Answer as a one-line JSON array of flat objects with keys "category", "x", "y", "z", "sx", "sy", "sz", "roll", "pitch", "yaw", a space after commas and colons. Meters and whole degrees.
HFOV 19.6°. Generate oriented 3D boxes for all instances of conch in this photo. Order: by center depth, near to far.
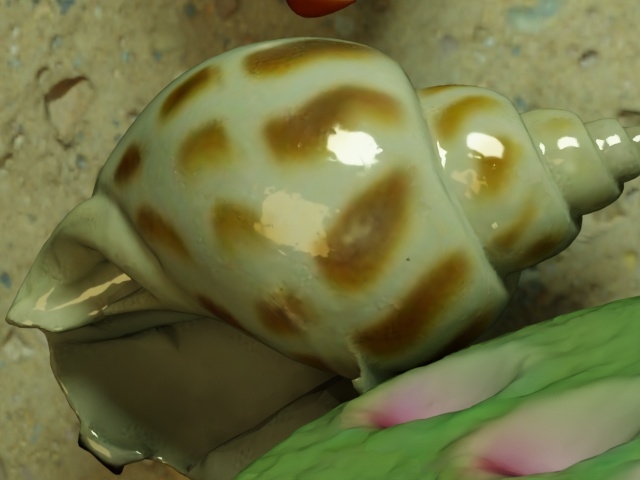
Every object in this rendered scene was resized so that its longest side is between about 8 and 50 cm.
[{"category": "conch", "x": 0.000, "y": 0.000, "z": 0.794, "sx": 0.275, "sy": 0.148, "sz": 0.182, "roll": -6, "pitch": 121, "yaw": 36}]

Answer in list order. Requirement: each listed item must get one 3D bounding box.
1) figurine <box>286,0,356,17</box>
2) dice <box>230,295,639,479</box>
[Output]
[{"category": "figurine", "x": 0.001, "y": -0.210, "z": 0.793, "sx": 0.183, "sy": 0.160, "sz": 0.226, "roll": 27, "pitch": 113, "yaw": 25}, {"category": "dice", "x": 0.134, "y": 0.202, "z": 0.606, "sx": 0.330, "sy": 0.318, "sz": 0.322, "roll": -14, "pitch": 102, "yaw": 27}]
